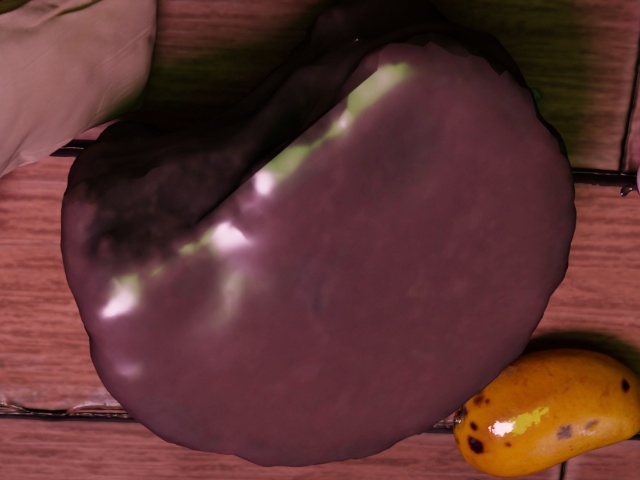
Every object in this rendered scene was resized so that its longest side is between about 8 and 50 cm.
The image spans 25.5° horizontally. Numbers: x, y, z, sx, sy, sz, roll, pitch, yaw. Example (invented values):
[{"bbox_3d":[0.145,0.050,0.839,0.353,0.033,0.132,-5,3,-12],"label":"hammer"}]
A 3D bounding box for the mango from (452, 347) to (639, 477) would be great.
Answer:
[{"bbox_3d":[0.204,0.150,1.260,0.178,0.090,0.115,-16,127,2],"label":"mango"}]

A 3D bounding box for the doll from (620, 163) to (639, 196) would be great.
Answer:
[{"bbox_3d":[0.346,-0.110,1.099,0.208,0.144,0.271,2,123,7],"label":"doll"}]

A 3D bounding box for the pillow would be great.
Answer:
[{"bbox_3d":[-0.210,-0.110,1.006,0.067,0.270,0.173,32,136,18],"label":"pillow"}]

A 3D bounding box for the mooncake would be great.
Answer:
[{"bbox_3d":[0.000,0.000,1.093,0.381,0.212,0.351,-22,121,-2],"label":"mooncake"}]
